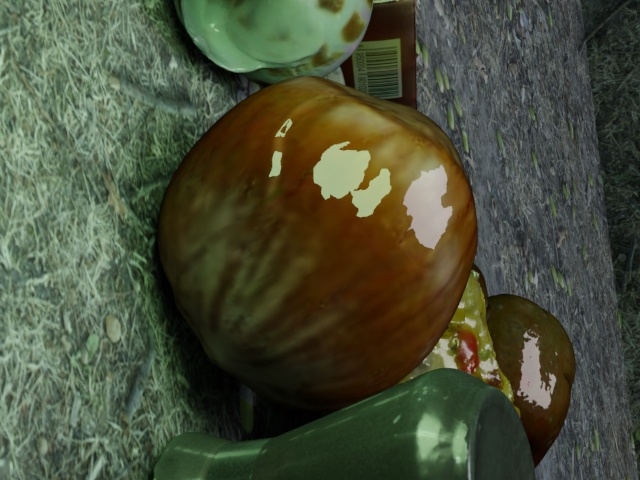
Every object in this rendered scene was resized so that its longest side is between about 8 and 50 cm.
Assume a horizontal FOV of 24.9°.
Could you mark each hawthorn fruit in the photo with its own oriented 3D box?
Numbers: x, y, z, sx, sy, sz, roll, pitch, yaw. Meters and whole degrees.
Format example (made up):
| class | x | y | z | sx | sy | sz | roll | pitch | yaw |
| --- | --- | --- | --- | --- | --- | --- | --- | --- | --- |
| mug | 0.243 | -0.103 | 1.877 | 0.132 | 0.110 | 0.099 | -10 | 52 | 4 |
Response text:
| class | x | y | z | sx | sy | sz | roll | pitch | yaw |
| --- | --- | --- | --- | --- | --- | --- | --- | --- | --- |
| hawthorn fruit | 0.231 | 0.231 | 2.103 | 0.268 | 0.267 | 0.301 | 51 | 42 | -50 |

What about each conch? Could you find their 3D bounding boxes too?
| class | x | y | z | sx | sy | sz | roll | pitch | yaw |
| --- | --- | --- | --- | --- | --- | --- | --- | --- | --- |
| conch | -0.060 | -0.291 | 1.734 | 0.197 | 0.249 | 0.368 | 52 | -16 | 41 |

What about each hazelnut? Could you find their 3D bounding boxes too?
| class | x | y | z | sx | sy | sz | roll | pitch | yaw |
| --- | --- | --- | --- | --- | --- | --- | --- | --- | --- |
| hazelnut | 0.000 | 0.000 | 1.564 | 0.372 | 0.315 | 0.373 | 8 | 70 | -23 |

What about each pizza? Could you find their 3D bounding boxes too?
| class | x | y | z | sx | sy | sz | roll | pitch | yaw |
| --- | --- | --- | --- | --- | --- | --- | --- | --- | --- |
| pizza | 0.149 | 0.118 | 1.741 | 0.280 | 0.075 | 0.288 | -6 | 92 | -45 |

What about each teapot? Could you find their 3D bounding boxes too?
| class | x | y | z | sx | sy | sz | roll | pitch | yaw |
| --- | --- | --- | --- | --- | --- | --- | --- | --- | --- |
| teapot | 0.034 | 0.276 | 1.438 | 0.300 | 0.343 | 0.253 | 48 | 40 | -50 |

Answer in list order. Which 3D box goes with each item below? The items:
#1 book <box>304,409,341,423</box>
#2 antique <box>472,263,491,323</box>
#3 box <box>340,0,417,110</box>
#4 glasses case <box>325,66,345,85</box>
| class | x | y | z | sx | sy | sz | roll | pitch | yaw |
| --- | --- | --- | --- | --- | --- | --- | --- | --- | --- |
| book | 0.061 | 0.265 | 1.687 | 0.322 | 0.018 | 0.228 | 24 | -44 | 62 |
| antique | 0.112 | 0.082 | 1.920 | 0.278 | 0.223 | 0.129 | -25 | 104 | -60 |
| box | 0.068 | -0.409 | 2.071 | 0.344 | 0.122 | 0.385 | 81 | 6 | -66 |
| glasses case | 0.000 | -0.093 | 1.884 | 0.125 | 0.076 | 0.328 | 114 | -24 | -64 |
